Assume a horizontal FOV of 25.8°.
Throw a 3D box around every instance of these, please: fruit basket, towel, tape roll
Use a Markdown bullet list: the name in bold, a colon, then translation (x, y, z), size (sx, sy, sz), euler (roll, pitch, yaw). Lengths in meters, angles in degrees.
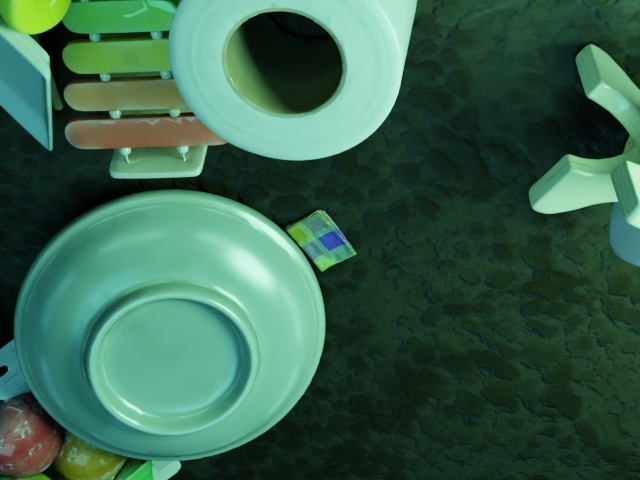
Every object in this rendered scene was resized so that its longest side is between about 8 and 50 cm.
- **fruit basket**: translation (-0.387, 0.293, 1.921), size (0.165, 0.327, 0.353), euler (15, 139, 52)
- **towel**: translation (0.000, 0.000, 1.764), size (0.060, 0.009, 0.083), euler (-25, 119, 26)
- **tape roll**: translation (-0.025, -0.230, 1.486), size (0.246, 0.169, 0.246), euler (5, 129, 7)

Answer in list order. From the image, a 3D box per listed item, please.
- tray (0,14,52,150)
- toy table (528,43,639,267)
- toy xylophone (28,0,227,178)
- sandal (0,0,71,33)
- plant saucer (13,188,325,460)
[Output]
- **tray**: translation (-0.346, -0.193, 1.566), size (0.145, 0.030, 0.270), euler (45, 164, 2)
- **toy table**: translation (0.364, -0.096, 1.489), size (0.161, 0.252, 0.274), euler (21, 120, -27)
- **toy xylophone**: translation (-0.236, -0.213, 1.597), size (0.236, 0.081, 0.322), euler (-7, 126, 17)
- **sandal**: translation (-0.304, -0.379, 1.416), size (0.138, 0.126, 0.317), euler (24, 103, 22)
- **plant saucer**: translation (-0.188, 0.133, 1.772), size (0.400, 0.100, 0.400), euler (-3, 116, -6)
